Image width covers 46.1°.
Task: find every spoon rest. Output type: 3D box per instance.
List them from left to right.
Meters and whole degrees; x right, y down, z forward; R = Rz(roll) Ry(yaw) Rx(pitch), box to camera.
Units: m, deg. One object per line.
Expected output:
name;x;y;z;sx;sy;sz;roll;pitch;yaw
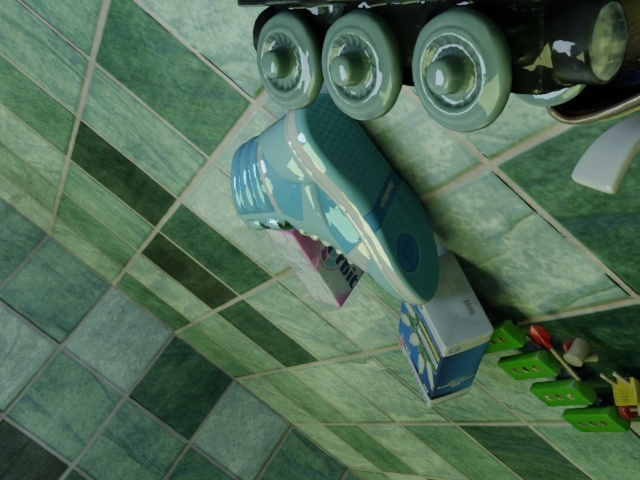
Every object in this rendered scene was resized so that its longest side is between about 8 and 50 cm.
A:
spoon rest;0.340;-0.037;0.595;0.276;0.084;0.137;17;-169;-17

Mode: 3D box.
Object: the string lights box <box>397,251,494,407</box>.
string lights box;0.181;0.143;1.134;0.259;0.077;0.133;86;163;-59

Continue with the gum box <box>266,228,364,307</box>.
gum box;0.000;0.000;1.142;0.062;0.107;0.188;14;148;40

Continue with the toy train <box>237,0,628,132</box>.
toy train;0.059;-0.189;0.541;0.334;0.142;0.190;18;120;47

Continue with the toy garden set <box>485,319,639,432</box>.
toy garden set;0.360;0.184;1.086;0.244;0.049;0.204;39;158;-6

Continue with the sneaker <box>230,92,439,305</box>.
sneaker;0.009;-0.030;1.006;0.208;0.127;0.319;-19;114;40

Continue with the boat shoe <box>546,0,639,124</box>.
boat shoe;0.265;-0.173;0.492;0.116;0.096;0.324;39;156;-8
